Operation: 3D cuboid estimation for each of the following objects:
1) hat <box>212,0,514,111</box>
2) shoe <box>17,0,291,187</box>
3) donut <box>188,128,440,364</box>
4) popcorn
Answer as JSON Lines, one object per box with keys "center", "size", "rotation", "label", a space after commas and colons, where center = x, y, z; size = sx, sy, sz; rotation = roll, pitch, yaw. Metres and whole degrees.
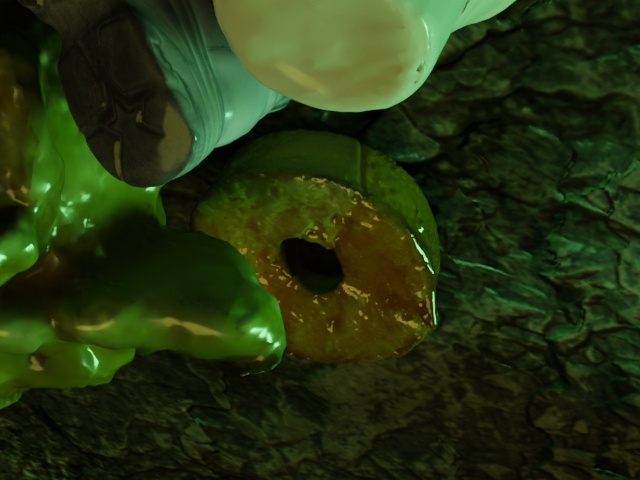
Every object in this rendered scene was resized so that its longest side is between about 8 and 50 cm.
{"center": [0.018, -0.149, 0.851], "size": [0.203, 0.126, 0.203], "rotation": [11, 143, 8], "label": "hat"}
{"center": [-0.106, -0.155, 0.903], "size": [0.095, 0.137, 0.245], "rotation": [-30, 86, 35], "label": "shoe"}
{"center": [0.001, -0.001, 1.096], "size": [0.174, 0.075, 0.190], "rotation": [-11, 131, 35], "label": "donut"}
{"center": [-0.215, -0.005, 0.969], "size": [0.321, 0.326, 0.290], "rotation": [-5, 135, 41], "label": "popcorn"}
